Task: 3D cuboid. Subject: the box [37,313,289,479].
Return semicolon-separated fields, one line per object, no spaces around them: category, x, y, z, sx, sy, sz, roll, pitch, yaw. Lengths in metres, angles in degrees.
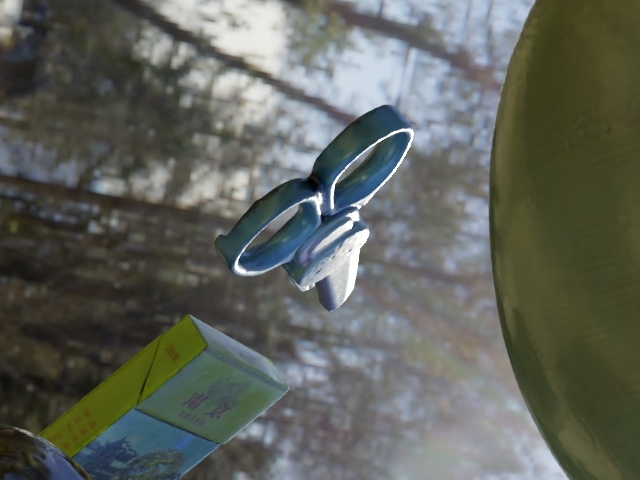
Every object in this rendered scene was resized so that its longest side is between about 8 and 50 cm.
box;-0.200;0.206;1.513;0.047;0.335;0.187;54;8;28

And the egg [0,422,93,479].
egg;-0.263;0.253;1.125;0.289;0.238;0.238;-46;153;-63

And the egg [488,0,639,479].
egg;0.179;0.007;0.680;0.218;0.218;0.295;-139;-154;-82

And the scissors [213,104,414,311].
scissors;0.000;0.000;0.958;0.125;0.030;0.256;-38;165;-9
